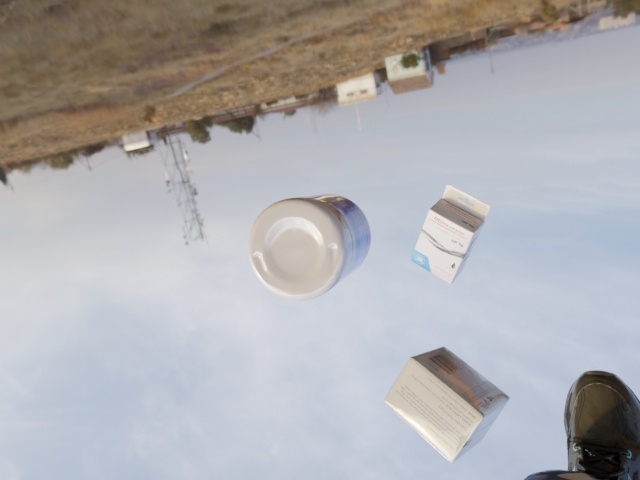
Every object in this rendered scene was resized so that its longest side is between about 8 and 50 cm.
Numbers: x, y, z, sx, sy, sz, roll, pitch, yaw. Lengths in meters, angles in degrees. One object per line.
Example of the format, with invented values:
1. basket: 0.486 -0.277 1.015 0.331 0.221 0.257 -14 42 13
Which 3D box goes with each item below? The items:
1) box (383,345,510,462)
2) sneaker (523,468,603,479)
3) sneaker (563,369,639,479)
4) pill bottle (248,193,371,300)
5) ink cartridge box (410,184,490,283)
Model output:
1. box: 0.260 0.326 1.130 0.182 0.119 0.181 37 -161 29
2. sneaker: 0.281 0.328 0.477 0.131 0.112 0.296 -5 -150 -38
3. sneaker: 0.336 0.288 0.634 0.101 0.267 0.106 -7 174 29
4. pill bottle: 0.000 0.000 0.908 0.152 0.152 0.272 -7 -176 17
5. ink cartridge box: 0.122 -0.006 0.525 0.048 0.083 0.028 31 -137 22
